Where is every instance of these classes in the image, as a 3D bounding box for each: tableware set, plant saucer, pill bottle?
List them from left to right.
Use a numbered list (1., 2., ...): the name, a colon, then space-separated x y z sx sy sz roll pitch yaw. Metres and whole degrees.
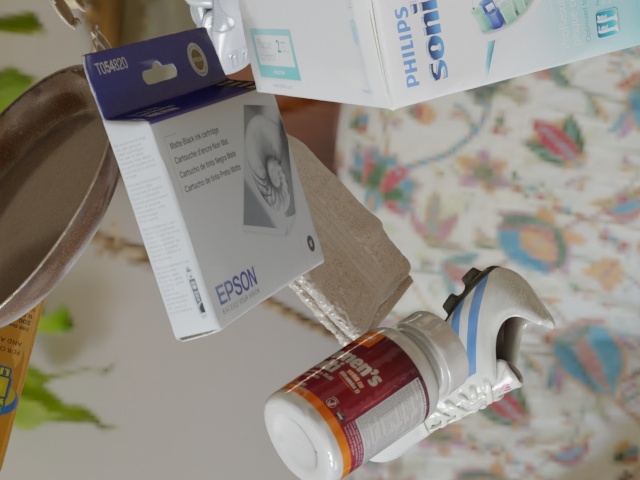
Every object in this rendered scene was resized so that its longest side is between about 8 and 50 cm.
1. plant saucer: -0.288 -0.029 1.492 0.310 0.050 0.310 -30 39 29
2. tableware set: -0.304 -0.279 2.022 0.020 0.169 0.141 -31 24 9
3. pill bottle: 0.055 0.172 1.738 0.121 0.221 0.121 36 143 34

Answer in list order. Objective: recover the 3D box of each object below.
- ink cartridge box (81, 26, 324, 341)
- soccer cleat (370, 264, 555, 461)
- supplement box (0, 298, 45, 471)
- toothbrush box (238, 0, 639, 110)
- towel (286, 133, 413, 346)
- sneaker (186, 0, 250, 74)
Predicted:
1. ink cartridge box: -0.084 -0.058 1.220 0.223 0.045 0.224 -34 -74 -65
2. soccer cleat: 0.181 0.189 2.072 0.143 0.116 0.331 41 106 26
3. supplement box: -0.351 0.140 1.645 0.080 0.078 0.233 136 147 -63
4. toothbrush box: 0.116 -0.184 1.040 0.216 0.295 0.126 17 120 63
5. towel: 0.000 0.000 2.128 0.049 0.282 0.187 -37 9 44
6. sneaker: -0.037 -0.281 1.987 0.210 0.366 0.137 -33 48 7
